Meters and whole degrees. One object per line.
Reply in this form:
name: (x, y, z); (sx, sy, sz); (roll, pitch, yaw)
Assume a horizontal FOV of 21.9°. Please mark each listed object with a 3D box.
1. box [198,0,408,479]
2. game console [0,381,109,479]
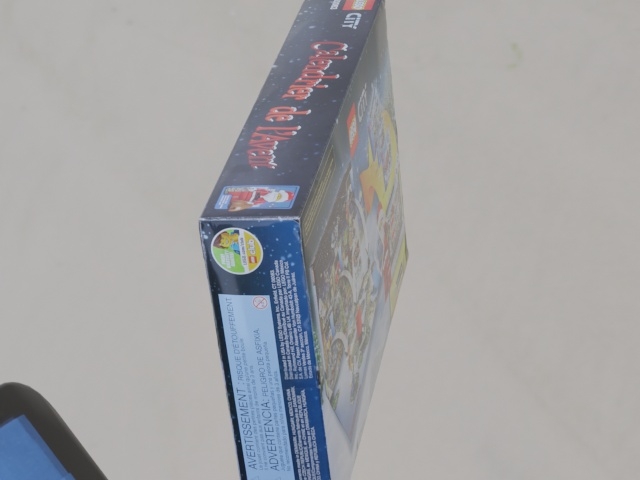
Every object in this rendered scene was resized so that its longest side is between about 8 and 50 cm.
box: (0.000, 0.000, 0.791); (0.044, 0.233, 0.159); (0, 120, 12)
game console: (-0.077, 0.170, 0.724); (0.250, 0.293, 0.173); (-5, 100, 19)
